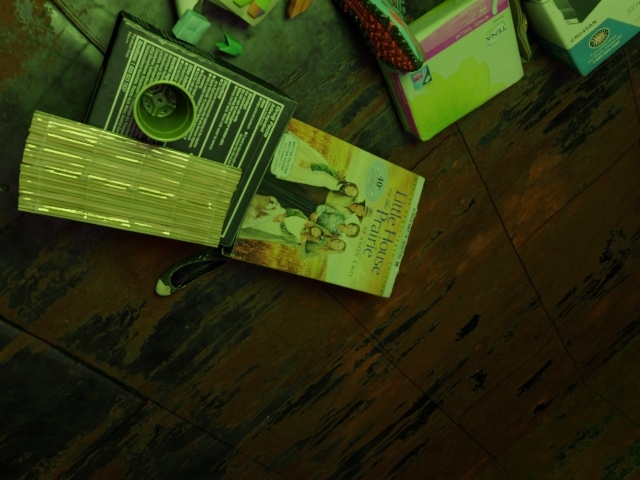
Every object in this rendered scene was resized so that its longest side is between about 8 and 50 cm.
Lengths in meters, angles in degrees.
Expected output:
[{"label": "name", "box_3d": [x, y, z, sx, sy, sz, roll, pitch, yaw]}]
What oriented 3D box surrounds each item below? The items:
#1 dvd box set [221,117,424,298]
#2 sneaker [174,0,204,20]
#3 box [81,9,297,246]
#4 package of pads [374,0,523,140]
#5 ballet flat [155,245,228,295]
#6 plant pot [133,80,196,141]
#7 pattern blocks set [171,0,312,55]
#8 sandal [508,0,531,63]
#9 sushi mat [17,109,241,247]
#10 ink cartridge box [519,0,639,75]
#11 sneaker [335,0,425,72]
[{"label": "dvd box set", "box_3d": [0.024, -0.061, 1.077, 0.420, 0.062, 0.308, 18, 89, -32]}, {"label": "sneaker", "box_3d": [-0.255, -0.472, 0.761, 0.144, 0.090, 0.270, -4, 114, -23]}, {"label": "box", "box_3d": [-0.249, -0.184, 0.859, 0.294, 0.183, 0.296, 19, 108, -30]}, {"label": "package of pads", "box_3d": [0.285, -0.381, 1.057, 0.296, 0.101, 0.229, -34, 125, -5]}, {"label": "ballet flat", "box_3d": [-0.280, 0.067, 1.062, 0.173, 0.049, 0.057, -32, 124, -6]}, {"label": "plant pot", "box_3d": [-0.226, -0.194, 0.705, 0.083, 0.079, 0.083, -11, 120, -19]}, {"label": "pattern blocks set", "box_3d": [-0.081, -0.426, 0.774, 0.325, 0.026, 0.285, -44, 166, 33]}, {"label": "sandal", "box_3d": [0.436, -0.480, 1.100, 0.049, 0.072, 0.180, -51, 128, -12]}, {"label": "sushi mat", "box_3d": [-0.290, -0.084, 0.773, 0.316, 0.019, 0.152, 13, 113, -29]}, {"label": "ink cartridge box", "box_3d": [0.536, -0.586, 0.989, 0.285, 0.166, 0.395, -41, 127, 20]}, {"label": "sneaker", "box_3d": [0.125, -0.438, 0.900, 0.125, 0.104, 0.262, -38, 95, -12]}]
